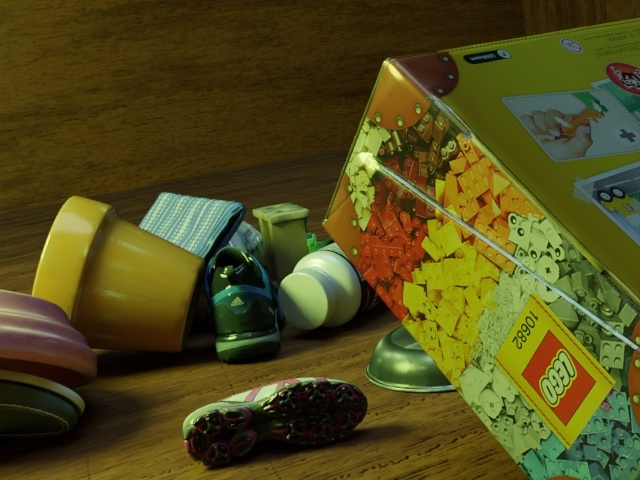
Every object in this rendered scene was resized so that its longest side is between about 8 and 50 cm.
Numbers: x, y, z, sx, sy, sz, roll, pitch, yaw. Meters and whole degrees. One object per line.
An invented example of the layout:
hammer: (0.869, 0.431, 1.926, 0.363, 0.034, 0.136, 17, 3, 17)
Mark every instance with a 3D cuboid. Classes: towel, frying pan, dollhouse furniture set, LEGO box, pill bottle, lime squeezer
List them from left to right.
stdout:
towel: (-0.249, 0.029, 1.727, 0.243, 0.040, 0.336, -56, 26, -12)
dollhouse furniture set: (0.000, 0.000, 1.855, 0.184, 0.129, 0.129, -12, 11, -15)
lime squeezer: (0.028, 0.025, 1.966, 0.110, 0.058, 0.310, 26, -15, -39)
pill bottle: (0.026, 0.059, 1.579, 0.108, 0.108, 0.193, -1, 13, 33)
frying pan: (0.201, 0.112, 1.349, 0.326, 0.053, 0.197, -17, 15, -30)
LEGO box: (0.320, -0.011, 1.011, 0.500, 0.193, 0.372, -15, 52, -34)

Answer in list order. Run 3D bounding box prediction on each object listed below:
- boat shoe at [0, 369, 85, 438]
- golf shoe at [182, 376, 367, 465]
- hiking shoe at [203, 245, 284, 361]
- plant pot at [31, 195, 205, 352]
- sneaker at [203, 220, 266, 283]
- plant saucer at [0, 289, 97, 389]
boat shoe: (-0.418, 0.206, 1.237, 0.320, 0.116, 0.099, 0, 54, 4)
golf shoe: (-0.047, 0.171, 1.137, 0.186, 0.067, 0.086, -9, 9, -7)
hiking shoe: (-0.105, 0.066, 1.565, 0.113, 0.132, 0.304, -9, 10, -8)
plant pot: (-0.257, 0.063, 1.487, 0.188, 0.205, 0.205, 14, 11, 0)
sneaker: (-0.145, 0.010, 1.957, 0.152, 0.114, 0.305, 8, 14, -19)
plant saucer: (-0.422, 0.116, 1.296, 0.332, 0.084, 0.332, -1, -16, 0)
